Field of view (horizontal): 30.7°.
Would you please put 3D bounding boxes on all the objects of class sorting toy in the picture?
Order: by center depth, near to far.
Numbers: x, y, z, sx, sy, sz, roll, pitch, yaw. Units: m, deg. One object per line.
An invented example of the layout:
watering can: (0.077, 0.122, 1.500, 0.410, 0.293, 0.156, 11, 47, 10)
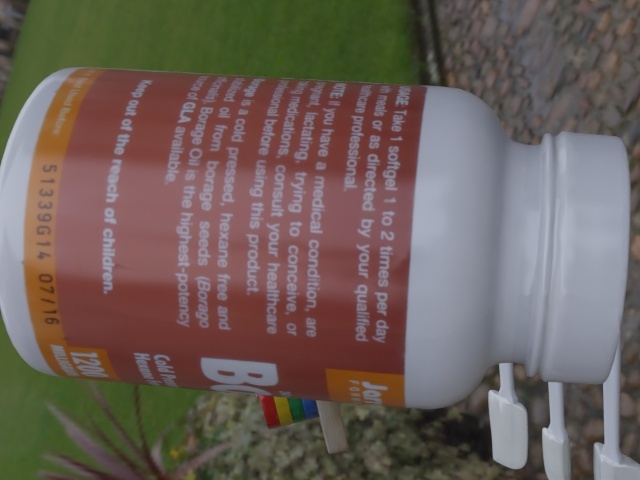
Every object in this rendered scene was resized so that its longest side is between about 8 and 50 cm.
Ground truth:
sorting toy: (-0.055, 0.083, 1.360, 0.255, 0.089, 0.257, -111, 8, -62)

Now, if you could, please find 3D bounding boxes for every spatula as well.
spatula: (0.209, 0.132, 1.011, 0.168, 0.019, 0.242, 28, 134, 46)

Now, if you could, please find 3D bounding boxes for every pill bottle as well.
pill bottle: (0.000, 0.000, 0.439, 0.121, 0.216, 0.121, 4, -90, -82)
